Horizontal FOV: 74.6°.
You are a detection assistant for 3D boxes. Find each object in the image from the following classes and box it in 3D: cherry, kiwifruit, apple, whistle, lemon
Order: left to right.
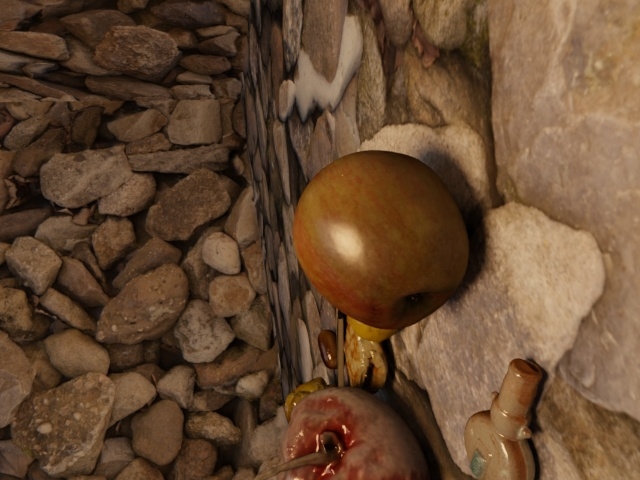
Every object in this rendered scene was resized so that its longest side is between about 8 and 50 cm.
[{"bbox_3d":[0.031,0.331,1.283,0.075,0.075,0.125,106,149,-53],"label":"kiwifruit"},{"bbox_3d":[0.058,0.464,0.849,0.326,0.291,0.335,51,165,21],"label":"cherry"},{"bbox_3d":[0.112,0.154,0.866,0.133,0.108,0.109,-33,64,59],"label":"lemon"},{"bbox_3d":[0.089,0.004,0.634,0.257,0.256,0.234,103,153,-49],"label":"apple"},{"bbox_3d":[0.240,0.251,0.552,0.107,0.057,0.220,-122,32,-58],"label":"whistle"}]

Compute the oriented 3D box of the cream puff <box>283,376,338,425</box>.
[{"bbox_3d":[0.008,0.509,1.198,0.196,0.243,0.245,-55,-27,-55],"label":"cream puff"}]

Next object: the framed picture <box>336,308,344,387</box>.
[{"bbox_3d":[0.053,0.234,1.128,0.265,0.018,0.193,-84,-7,-76],"label":"framed picture"}]

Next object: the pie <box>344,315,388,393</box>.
[{"bbox_3d":[0.102,0.264,0.985,0.179,0.084,0.205,-99,9,-46],"label":"pie"}]
